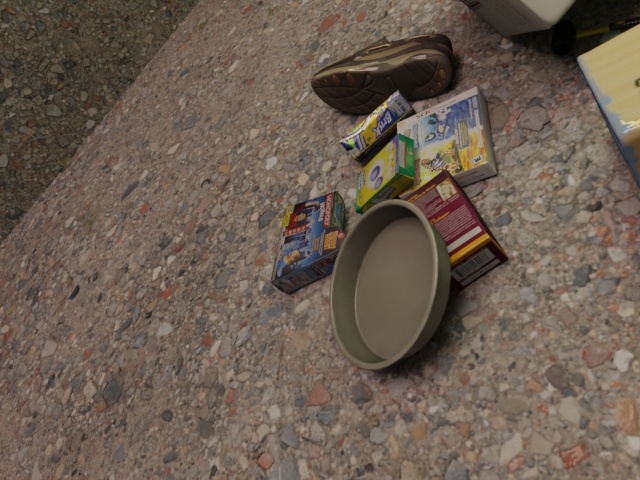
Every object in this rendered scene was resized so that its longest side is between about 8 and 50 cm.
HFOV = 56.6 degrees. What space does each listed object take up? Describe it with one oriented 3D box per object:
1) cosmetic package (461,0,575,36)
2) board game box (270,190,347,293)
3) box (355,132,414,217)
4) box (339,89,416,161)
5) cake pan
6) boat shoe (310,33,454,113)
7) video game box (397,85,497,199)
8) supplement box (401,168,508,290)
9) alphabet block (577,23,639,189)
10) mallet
[{"bbox_3d":[0.370,-0.625,1.040,0.393,0.329,0.327,-52,7,14],"label":"cosmetic package"},{"bbox_3d":[0.000,0.000,1.248,0.194,0.060,0.194,-14,52,33],"label":"board game box"},{"bbox_3d":[0.122,-0.123,1.200,0.179,0.043,0.105,-46,32,50],"label":"box"},{"bbox_3d":[0.125,-0.248,1.302,0.169,0.059,0.054,-40,81,13],"label":"box"},{"bbox_3d":[0.116,0.077,1.022,0.293,0.054,0.293,-32,51,50],"label":"cake pan"},{"bbox_3d":[0.145,-0.387,1.366,0.355,0.132,0.130,2,53,33],"label":"boat shoe"},{"bbox_3d":[0.242,-0.186,1.175,0.187,0.048,0.205,-23,48,33],"label":"video game box"},{"bbox_3d":[0.229,-0.021,1.038,0.104,0.081,0.188,-37,43,17],"label":"supplement box"},{"bbox_3d":[0.507,-0.193,0.827,0.197,0.193,0.192,-26,48,27],"label":"alphabet block"},{"bbox_3d":[0.521,-0.394,1.086,0.190,0.039,0.062,-10,53,32],"label":"mallet"}]
